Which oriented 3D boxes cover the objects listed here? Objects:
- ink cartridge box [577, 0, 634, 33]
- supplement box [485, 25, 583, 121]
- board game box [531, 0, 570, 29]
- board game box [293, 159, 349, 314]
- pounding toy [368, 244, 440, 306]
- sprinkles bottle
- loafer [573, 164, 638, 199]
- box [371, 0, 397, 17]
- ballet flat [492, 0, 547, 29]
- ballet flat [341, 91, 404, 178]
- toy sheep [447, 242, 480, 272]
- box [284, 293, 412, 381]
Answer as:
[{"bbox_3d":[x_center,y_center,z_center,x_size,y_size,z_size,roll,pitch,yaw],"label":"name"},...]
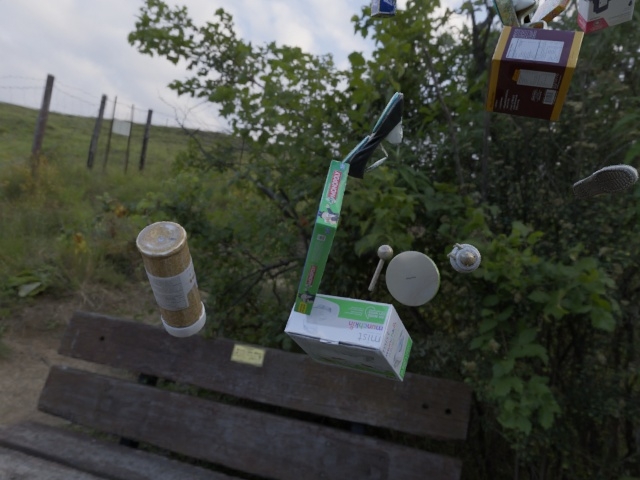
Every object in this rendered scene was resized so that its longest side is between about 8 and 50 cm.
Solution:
[{"bbox_3d":[1.110,-0.955,1.801,0.172,0.100,0.237,-14,-39,14],"label":"ink cartridge box"},{"bbox_3d":[0.564,-0.444,1.248,0.194,0.129,0.191,16,-24,21],"label":"supplement box"},{"bbox_3d":[0.789,-0.795,1.606,0.039,0.124,0.259,32,0,-2],"label":"board game box"},{"bbox_3d":[0.000,0.000,1.096,0.046,0.213,0.317,15,-44,-1],"label":"board game box"},{"bbox_3d":[0.302,0.118,1.582,0.237,0.182,0.110,17,10,30],"label":"pounding toy"},{"bbox_3d":[-0.391,0.115,1.247,0.122,0.121,0.355,8,-44,5],"label":"sprinkles bottle"},{"bbox_3d":[1.054,-0.224,1.716,0.092,0.101,0.268,-30,1,-14],"label":"loafer"},{"bbox_3d":[0.177,-0.703,1.273,0.054,0.168,0.059,-4,18,-16],"label":"box"},{"bbox_3d":[0.612,-0.653,1.402,0.123,0.348,0.123,-14,-3,-1],"label":"ballet flat"},{"bbox_3d":[0.170,-0.287,1.332,0.096,0.280,0.095,35,33,-8],"label":"ballet flat"},{"bbox_3d":[0.408,0.050,1.319,0.091,0.091,0.132,8,1,13],"label":"toy sheep"},{"bbox_3d":[0.077,0.253,1.215,0.262,0.126,0.231,5,-32,29],"label":"box"}]
